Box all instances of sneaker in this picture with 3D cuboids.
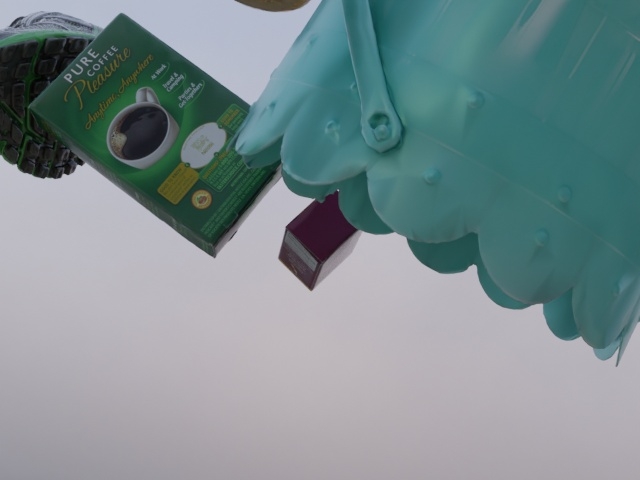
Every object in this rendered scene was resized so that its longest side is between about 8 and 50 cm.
[{"bbox_3d":[-0.261,-0.149,0.897,0.146,0.134,0.343,24,11,3],"label":"sneaker"}]

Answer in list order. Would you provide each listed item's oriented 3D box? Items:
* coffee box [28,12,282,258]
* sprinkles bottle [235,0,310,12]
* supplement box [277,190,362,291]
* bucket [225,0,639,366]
[{"bbox_3d":[-0.121,-0.085,0.741,0.184,0.113,0.040,35,-16,8],"label":"coffee box"},{"bbox_3d":[0.006,-0.370,0.861,0.121,0.355,0.121,18,-29,10],"label":"sprinkles bottle"},{"bbox_3d":[0.000,0.000,0.765,0.043,0.055,0.083,45,-18,8],"label":"supplement box"},{"bbox_3d":[0.099,-0.070,0.560,0.281,0.183,0.281,29,0,0],"label":"bucket"}]
